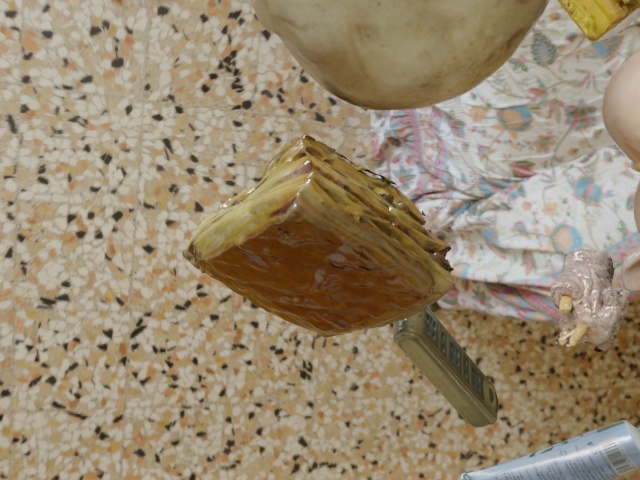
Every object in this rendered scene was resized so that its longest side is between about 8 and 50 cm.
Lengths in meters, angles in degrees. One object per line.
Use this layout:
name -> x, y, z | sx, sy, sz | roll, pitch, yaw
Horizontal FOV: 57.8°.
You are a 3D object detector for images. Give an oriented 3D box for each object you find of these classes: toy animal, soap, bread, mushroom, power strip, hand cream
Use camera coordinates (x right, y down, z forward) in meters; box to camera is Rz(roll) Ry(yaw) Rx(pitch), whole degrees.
toy animal -> 0.329, -0.079, 0.502 | 0.165, 0.149, 0.248 | -34, 121, -12
soap -> 0.386, -0.468, 0.907 | 0.204, 0.096, 0.324 | -28, 81, -49
bread -> 0.000, 0.000, 0.804 | 0.278, 0.325, 0.167 | 34, 57, -21
mushroom -> 0.060, -0.225, 0.466 | 0.255, 0.255, 0.184 | 26, 49, -22
power strip -> 0.240, 0.236, 1.048 | 0.066, 0.092, 0.387 | -19, 131, 28
hand cream -> 0.308, 0.295, 0.743 | 0.256, 0.055, 0.088 | -33, 87, 18

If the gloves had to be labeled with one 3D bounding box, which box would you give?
gloves -> 0.366, 0.078, 0.784 | 0.110, 0.094, 0.144 | 38, 51, -54
